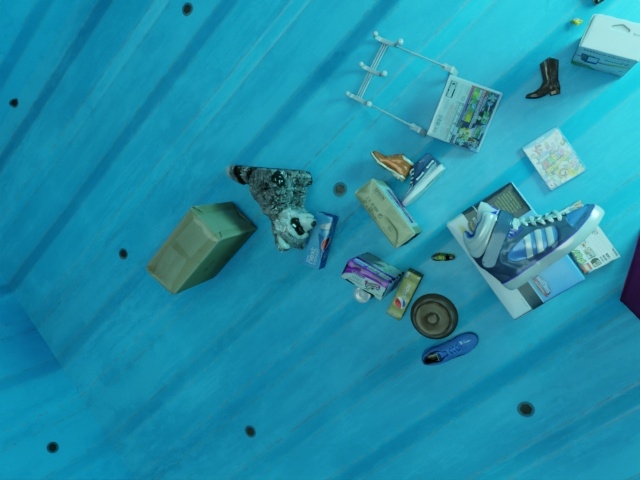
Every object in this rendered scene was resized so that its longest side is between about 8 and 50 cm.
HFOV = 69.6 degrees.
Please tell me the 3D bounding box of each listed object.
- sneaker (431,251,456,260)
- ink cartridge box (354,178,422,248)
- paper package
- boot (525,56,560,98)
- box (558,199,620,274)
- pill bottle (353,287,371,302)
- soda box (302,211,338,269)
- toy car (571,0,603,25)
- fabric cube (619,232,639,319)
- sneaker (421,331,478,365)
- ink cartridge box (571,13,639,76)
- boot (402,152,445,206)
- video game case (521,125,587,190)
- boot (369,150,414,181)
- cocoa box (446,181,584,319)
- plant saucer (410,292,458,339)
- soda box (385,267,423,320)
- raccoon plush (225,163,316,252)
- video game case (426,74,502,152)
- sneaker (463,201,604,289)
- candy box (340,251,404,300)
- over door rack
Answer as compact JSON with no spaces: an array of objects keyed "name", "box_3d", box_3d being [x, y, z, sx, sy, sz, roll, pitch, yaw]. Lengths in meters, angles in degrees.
[{"name":"sneaker","box_3d":[0.426,0.056,1.595,0.083,0.035,0.031,-6,93,22]},{"name":"ink cartridge box","box_3d":[0.236,-0.094,1.570,0.088,0.193,0.234,-39,81,19]},{"name":"paper package","box_3d":[-0.456,0.021,1.799,0.168,0.309,0.325,45,110,7]},{"name":"boot","box_3d":[0.686,-0.504,1.428,0.107,0.037,0.114,-7,96,9]},{"name":"box","box_3d":[0.813,-0.010,1.431,0.114,0.036,0.207,-34,83,22]},{"name":"pill bottle","box_3d":[0.166,0.184,1.669,0.065,0.116,0.065,2,96,22]},{"name":"soda box","box_3d":[0.000,0.000,1.744,0.071,0.067,0.210,20,103,19]},{"name":"toy car","box_3d":[0.788,-0.703,1.359,0.122,0.060,0.040,-42,48,14]},{"name":"fabric cube","box_3d":[1.009,0.110,1.246,0.254,0.258,0.259,12,100,20]},{"name":"sneaker","box_3d":[0.449,0.385,1.598,0.209,0.082,0.069,-29,83,21]},{"name":"ink cartridge box","box_3d":[0.804,-0.539,1.282,0.154,0.212,0.093,24,104,18]},{"name":"boot","box_3d":[0.336,-0.210,1.593,0.190,0.069,0.086,-45,72,12]},{"name":"video game case","box_3d":[0.734,-0.257,1.448,0.119,0.015,0.166,-34,83,22]},{"name":"boot","box_3d":[0.252,-0.283,1.621,0.158,0.059,0.084,36,104,6]},{"name":"cocoa box","box_3d":[0.589,0.021,1.418,0.228,0.231,0.347,-36,82,19]},{"name":"plant saucer","box_3d":[0.401,0.273,1.633,0.169,0.029,0.168,2,95,22]},{"name":"soda box","box_3d":[0.302,0.192,1.645,0.058,0.061,0.181,28,105,17]},{"name":"raccoon plush","box_3d":[-0.186,-0.128,1.767,0.446,0.216,0.299,17,106,50]},{"name":"video game case","box_3d":[0.468,-0.412,1.504,0.184,0.023,0.201,19,103,-1]},{"name":"sneaker","box_3d":[0.545,-0.044,1.236,0.236,0.130,0.323,47,111,6]},{"name":"candy box","box_3d":[0.184,0.118,1.592,0.159,0.233,0.071,30,106,18]},{"name":"over door rack","box_3d":[0.264,-0.537,1.559,0.324,0.108,0.239,32,107,16]}]
